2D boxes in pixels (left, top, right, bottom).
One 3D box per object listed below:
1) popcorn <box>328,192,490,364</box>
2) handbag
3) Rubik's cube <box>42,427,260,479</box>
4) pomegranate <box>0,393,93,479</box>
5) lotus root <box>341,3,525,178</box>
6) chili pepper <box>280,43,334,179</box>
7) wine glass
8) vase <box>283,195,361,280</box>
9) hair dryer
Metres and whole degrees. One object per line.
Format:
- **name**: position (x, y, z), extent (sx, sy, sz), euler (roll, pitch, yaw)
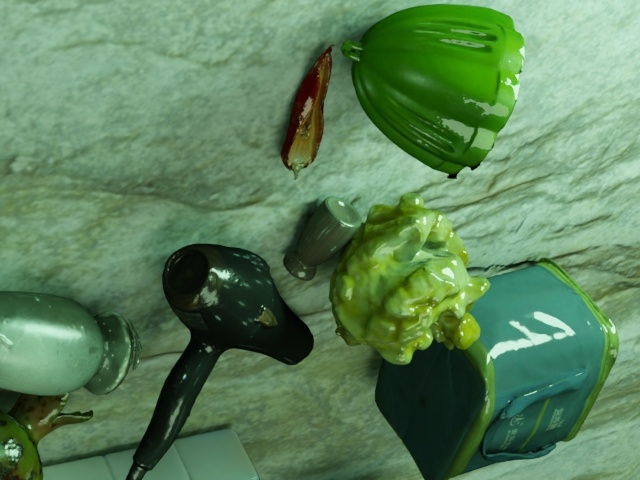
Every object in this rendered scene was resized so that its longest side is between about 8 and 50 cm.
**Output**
- **popcorn**: position (0.103, 0.054, 1.688), extent (0.185, 0.187, 0.167), euler (19, 140, -42)
- **handbag**: position (0.228, 0.175, 1.875), extent (0.241, 0.222, 0.263), euler (-13, 135, -30)
- **Rubik's cube**: position (-0.210, 0.459, 1.823), extent (0.291, 0.290, 0.291), euler (-7, 136, -28)
- **pomegranate**: position (-0.357, 0.248, 1.618), extent (0.220, 0.156, 0.156), euler (-25, 141, -15)
- **lotus root**: position (0.097, -0.174, 1.482), extent (0.186, 0.186, 0.186), euler (-19, 139, -17)
- **chili pepper**: position (-0.014, -0.140, 1.533), extent (0.045, 0.027, 0.178), euler (-13, 138, -29)
- **wine glass**: position (-0.305, 0.111, 1.534), extent (0.204, 0.111, 0.111), euler (12, 124, -45)
- **vase**: position (0.000, 0.000, 1.670), extent (0.053, 0.053, 0.100), euler (11, 129, -40)
- **hair dryer**: position (-0.147, 0.185, 1.644), extent (0.359, 0.120, 0.304), euler (-61, 153, -10)
